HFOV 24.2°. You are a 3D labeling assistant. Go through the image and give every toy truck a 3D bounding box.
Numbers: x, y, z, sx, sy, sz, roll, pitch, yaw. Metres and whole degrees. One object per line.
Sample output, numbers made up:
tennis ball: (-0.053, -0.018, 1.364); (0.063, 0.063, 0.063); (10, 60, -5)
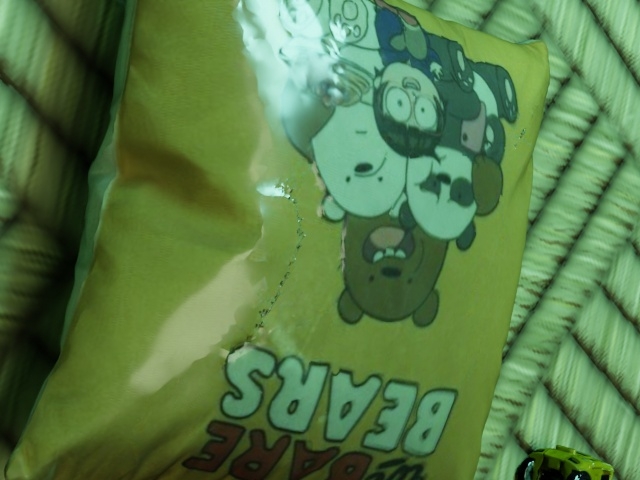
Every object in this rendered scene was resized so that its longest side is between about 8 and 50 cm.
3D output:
toy truck: (0.161, 0.178, 0.985); (0.054, 0.049, 0.083); (8, 91, -41)

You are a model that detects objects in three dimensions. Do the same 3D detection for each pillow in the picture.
pillow: (0.000, 0.000, 0.783); (0.310, 0.119, 0.312); (18, 82, -43)
